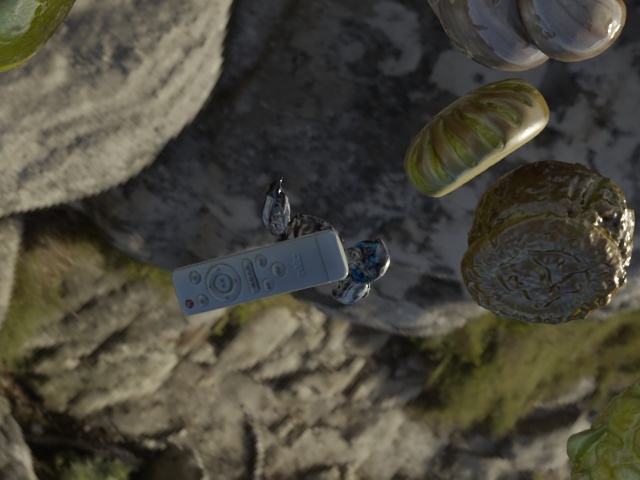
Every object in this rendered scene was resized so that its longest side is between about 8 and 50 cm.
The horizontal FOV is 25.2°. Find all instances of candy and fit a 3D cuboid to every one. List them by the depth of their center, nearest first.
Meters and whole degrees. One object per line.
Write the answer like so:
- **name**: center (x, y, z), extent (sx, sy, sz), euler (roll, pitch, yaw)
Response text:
- **candy**: center (0.000, 0.000, 1.536), extent (0.051, 0.226, 0.094), euler (3, 106, -36)

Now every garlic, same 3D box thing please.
- **garlic**: center (0.200, -0.249, 1.473), extent (0.191, 0.214, 0.160), euler (22, 122, -32)

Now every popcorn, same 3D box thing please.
- **popcorn**: center (0.231, 0.150, 0.914), extent (0.141, 0.162, 0.135), euler (-15, 110, -33)

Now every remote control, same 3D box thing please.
- **remote control**: center (-0.058, 0.031, 1.374), extent (0.027, 0.184, 0.049), euler (-29, 104, -65)

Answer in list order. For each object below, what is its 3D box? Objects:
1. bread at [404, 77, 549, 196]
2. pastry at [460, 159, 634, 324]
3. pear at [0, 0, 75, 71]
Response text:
- **bread**: center (0.206, -0.143, 1.939), extent (0.213, 0.213, 0.104), euler (-33, 92, -16)
- **pastry**: center (0.136, 0.002, 0.857), extent (0.097, 0.057, 0.109), euler (34, 131, -25)
- **pear**: center (-0.300, -0.277, 1.119), extent (0.269, 0.269, 0.321), euler (-29, 147, -19)
